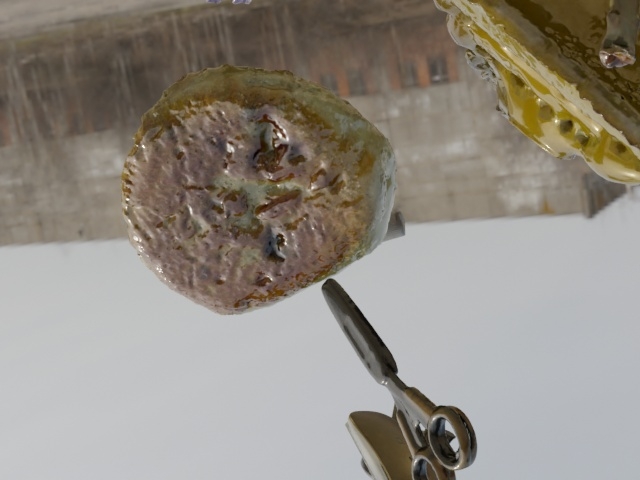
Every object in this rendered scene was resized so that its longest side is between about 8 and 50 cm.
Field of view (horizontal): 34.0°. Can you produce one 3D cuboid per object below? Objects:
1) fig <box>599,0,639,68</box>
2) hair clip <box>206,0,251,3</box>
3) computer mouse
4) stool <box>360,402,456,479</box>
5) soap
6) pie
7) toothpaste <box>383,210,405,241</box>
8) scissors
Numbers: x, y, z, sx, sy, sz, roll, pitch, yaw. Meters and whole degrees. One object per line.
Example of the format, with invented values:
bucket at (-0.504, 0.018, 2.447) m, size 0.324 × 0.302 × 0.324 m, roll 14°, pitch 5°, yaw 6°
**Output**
fig at (0.178, -0.239, 0.670) m, size 0.143 × 0.231 × 0.160 m, roll 28°, pitch 175°, yaw -11°
hair clip at (-0.045, -0.375, 1.264) m, size 0.137 × 0.090 × 0.278 m, roll -15°, pitch 176°, yaw -40°
computer mouse at (0.105, 0.301, 1.377) m, size 0.102 × 0.199 × 0.045 m, roll 12°, pitch 127°, yaw -45°
stool at (0.139, 0.317, 1.559) m, size 0.125 × 0.121 × 0.217 m, roll 23°, pitch -178°, yaw 19°
soap at (0.282, -0.133, 0.975) m, size 0.169 × 0.339 × 0.304 m, roll -45°, pitch 156°, yaw 6°
pie at (-0.073, -0.049, 1.116) m, size 0.315 × 0.315 × 0.092 m, roll -9°, pitch -143°, yaw 8°
toothpaste at (0.000, 0.000, 1.719) m, size 0.282 × 0.068 × 0.099 m, roll -11°, pitch -168°, yaw 9°
scissors at (0.052, 0.104, 0.814) m, size 0.017 × 0.088 × 0.220 m, roll -8°, pitch -137°, yaw -28°
